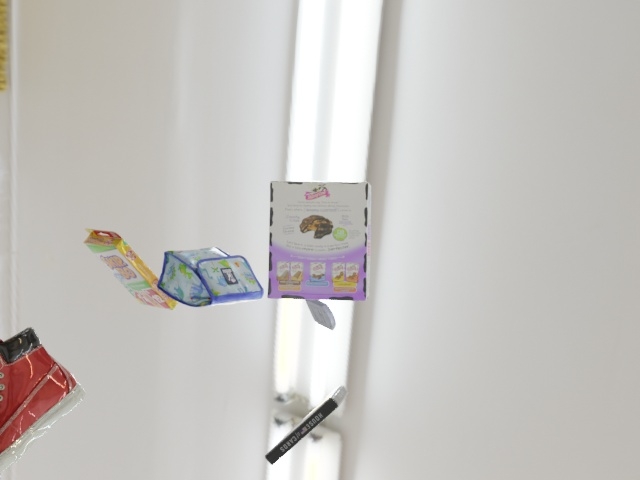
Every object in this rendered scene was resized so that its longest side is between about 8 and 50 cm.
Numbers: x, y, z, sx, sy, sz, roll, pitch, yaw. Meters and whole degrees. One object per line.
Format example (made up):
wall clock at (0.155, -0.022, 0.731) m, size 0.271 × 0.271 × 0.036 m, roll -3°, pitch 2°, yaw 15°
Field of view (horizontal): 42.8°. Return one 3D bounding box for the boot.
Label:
boot at (-0.511, 0.254, 1.269) m, size 0.088 × 0.244 × 0.176 m, roll -16°, pitch -66°, yaw 48°

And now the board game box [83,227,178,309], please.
board game box at (-0.450, 0.069, 1.923) m, size 0.124 × 0.039 × 0.259 m, roll 5°, pitch -40°, yaw 39°

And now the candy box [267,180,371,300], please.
candy box at (0.000, 0.000, 1.357) m, size 0.165 × 0.070 × 0.196 m, roll 2°, pitch -90°, yaw 9°

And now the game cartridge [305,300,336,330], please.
game cartridge at (0.003, 0.145, 1.622) m, size 0.056 × 0.017 × 0.083 m, roll 27°, pitch -28°, yaw 36°

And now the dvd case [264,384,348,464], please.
dvd case at (-0.023, 0.380, 1.706) m, size 0.179 × 0.238 × 0.029 m, roll -42°, pitch -98°, yaw 2°

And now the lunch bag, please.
lunch bag at (-0.194, 0.072, 1.462) m, size 0.151 × 0.129 × 0.096 m, roll 29°, pitch -68°, yaw 36°
